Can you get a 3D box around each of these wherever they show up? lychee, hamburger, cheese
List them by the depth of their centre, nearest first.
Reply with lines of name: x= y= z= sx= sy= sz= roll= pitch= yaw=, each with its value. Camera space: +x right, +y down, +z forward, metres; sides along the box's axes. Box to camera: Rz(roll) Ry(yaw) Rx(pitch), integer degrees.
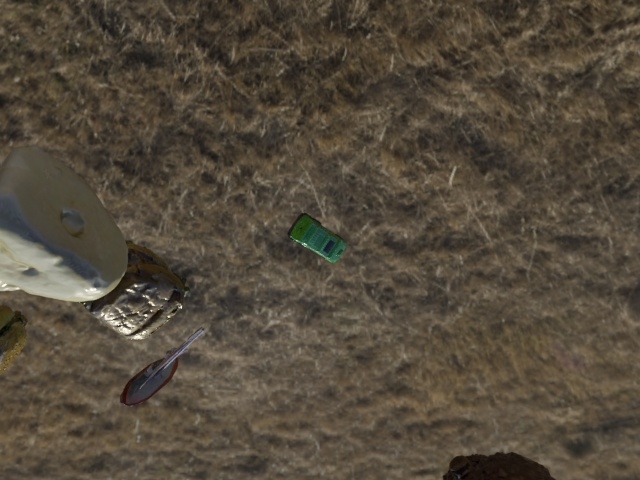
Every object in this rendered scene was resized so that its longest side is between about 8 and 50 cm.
lychee: x=0.281 y=0.452 z=0.956 sx=0.236 sy=0.236 sz=0.271 roll=-24 pitch=91 yaw=23
cheese: x=-0.445 y=0.002 z=1.001 sx=0.251 sy=0.173 sz=0.248 roll=-30 pitch=130 yaw=31
hamburger: x=-0.386 y=0.115 z=1.280 sx=0.183 sy=0.130 sz=0.206 roll=-41 pitch=125 yaw=4
hamburger: x=-0.716 y=0.233 z=1.326 sx=0.122 sy=0.215 sz=0.189 roll=46 pitch=148 yaw=-11

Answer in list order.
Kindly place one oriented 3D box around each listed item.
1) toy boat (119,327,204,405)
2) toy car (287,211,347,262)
toy boat: x=-0.399 y=0.327 z=1.538 sx=0.072 sy=0.219 sz=0.318 roll=49 pitch=142 yaw=-1
toy car: x=0.000 y=0.000 z=1.458 sx=0.165 sy=0.062 sz=0.071 roll=33 pitch=93 yaw=-40
